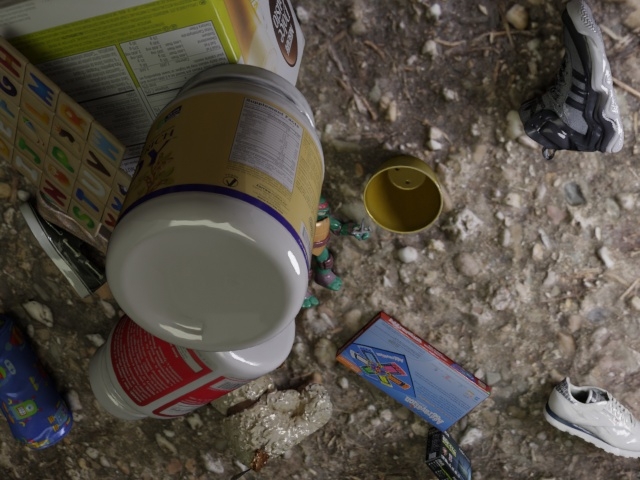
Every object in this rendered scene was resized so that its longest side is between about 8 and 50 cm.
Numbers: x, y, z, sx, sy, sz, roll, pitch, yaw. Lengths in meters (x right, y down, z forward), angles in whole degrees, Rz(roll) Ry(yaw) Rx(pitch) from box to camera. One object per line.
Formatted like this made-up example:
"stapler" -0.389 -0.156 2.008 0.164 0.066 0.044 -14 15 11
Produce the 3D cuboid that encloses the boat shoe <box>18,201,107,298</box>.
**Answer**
"boat shoe" -0.488 0.007 2.055 0.070 0.078 0.219 -36 112 -8

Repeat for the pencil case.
"pencil case" -0.634 0.295 2.242 0.133 0.119 0.306 -28 119 -7

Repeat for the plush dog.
"plush dog" -0.143 0.331 2.159 0.262 0.210 0.225 -33 87 26

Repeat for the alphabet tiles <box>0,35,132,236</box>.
"alphabet tiles" -0.383 -0.137 1.528 0.342 0.011 0.285 41 150 1

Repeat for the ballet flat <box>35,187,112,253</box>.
"ballet flat" -0.387 -0.016 2.012 0.316 0.107 0.106 34 143 -7

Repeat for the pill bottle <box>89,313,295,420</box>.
"pill bottle" -0.255 0.199 2.024 0.229 0.229 0.407 43 133 -19

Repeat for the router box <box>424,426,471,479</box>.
"router box" 0.262 0.452 2.209 0.038 0.092 0.122 -26 117 25

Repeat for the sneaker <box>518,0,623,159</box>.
"sneaker" 0.381 -0.240 1.702 0.153 0.101 0.269 -13 123 15

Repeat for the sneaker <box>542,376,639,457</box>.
"sneaker" 0.553 0.343 2.090 0.235 0.090 0.095 20 116 -6

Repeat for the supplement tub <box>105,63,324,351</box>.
"supplement tub" -0.121 -0.050 1.370 0.241 0.331 0.241 3 131 4

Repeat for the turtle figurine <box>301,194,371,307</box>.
"turtle figurine" 0.000 0.000 1.935 0.175 0.118 0.234 -17 133 -28

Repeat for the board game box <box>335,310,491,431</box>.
"board game box" 0.183 0.261 2.131 0.281 0.027 0.145 36 121 -15

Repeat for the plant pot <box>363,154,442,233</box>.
"plant pot" 0.145 -0.094 1.851 0.134 0.095 0.134 5 125 7

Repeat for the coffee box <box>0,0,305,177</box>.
"coffee box" -0.244 -0.308 1.609 0.338 0.338 0.334 -11 128 17
